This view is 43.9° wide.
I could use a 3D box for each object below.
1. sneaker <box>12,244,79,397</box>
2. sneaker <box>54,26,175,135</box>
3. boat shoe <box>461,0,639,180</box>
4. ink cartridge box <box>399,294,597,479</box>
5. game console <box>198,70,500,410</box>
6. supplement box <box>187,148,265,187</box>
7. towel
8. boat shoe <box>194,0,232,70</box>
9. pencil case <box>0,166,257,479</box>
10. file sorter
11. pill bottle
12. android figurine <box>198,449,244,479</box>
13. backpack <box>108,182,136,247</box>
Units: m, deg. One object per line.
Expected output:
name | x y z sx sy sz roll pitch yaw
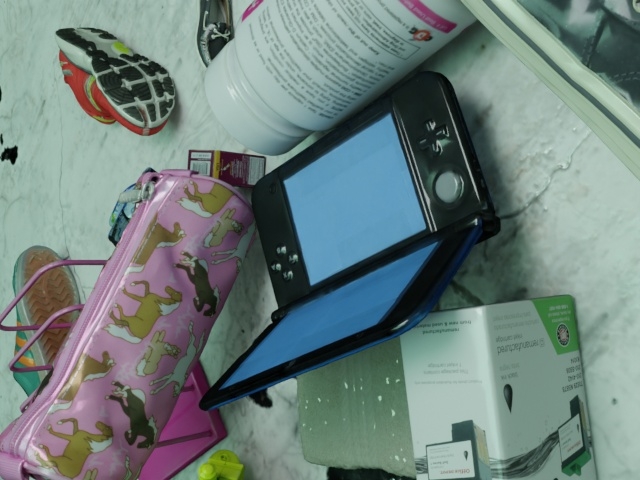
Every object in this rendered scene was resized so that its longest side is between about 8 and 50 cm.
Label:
sneaker | -0.455 0.163 1.287 0.121 0.108 0.302 -24 75 36
sneaker | -0.301 -0.218 1.172 0.279 0.107 0.118 44 137 37
boat shoe | 0.243 -0.162 0.597 0.156 0.187 0.500 -49 64 25
ink cartridge box | 0.158 0.164 0.683 0.093 0.160 0.219 -12 83 42
game console | 0.000 0.000 0.756 0.293 0.173 0.250 -28 70 40
supplement box | -0.117 -0.089 0.989 0.055 0.083 0.043 7 93 42
towel | 0.043 0.110 0.866 0.187 0.049 0.282 -9 83 45
boat shoe | -0.135 -0.278 1.035 0.038 0.046 0.125 -17 70 47
pencil case | -0.213 0.104 0.904 0.386 0.167 0.160 -67 15 -16
file sorter | -0.302 0.192 1.094 0.202 0.182 0.290 -42 63 34
pill bottle | 0.014 -0.213 0.815 0.283 0.160 0.160 -34 68 38
android figurine | -0.135 0.364 0.920 0.056 0.248 0.272 10 134 4
backpack | -0.226 -0.034 1.077 0.084 0.105 0.114 48 115 31
